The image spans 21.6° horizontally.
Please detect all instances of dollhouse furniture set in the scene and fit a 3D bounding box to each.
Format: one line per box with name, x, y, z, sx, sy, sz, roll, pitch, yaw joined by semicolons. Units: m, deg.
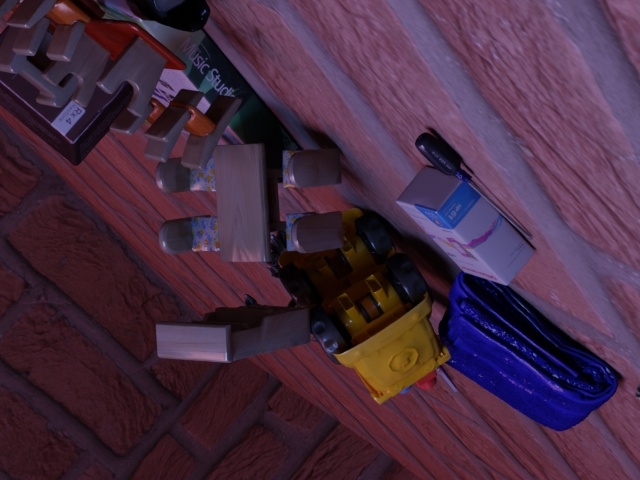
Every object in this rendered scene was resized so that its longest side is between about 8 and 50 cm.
dollhouse furniture set;-0.237;-0.214;1.796;0.262;0.135;0.259;39;165;-35
dollhouse furniture set;-0.104;0.010;1.956;0.212;0.242;0.161;0;-174;37

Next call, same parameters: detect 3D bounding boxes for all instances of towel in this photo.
towel;0.239;0.149;2.063;0.228;0.076;0.308;39;170;8

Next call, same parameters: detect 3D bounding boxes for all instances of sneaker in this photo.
sneaker;-0.178;-0.284;1.698;0.106;0.078;0.234;30;170;32

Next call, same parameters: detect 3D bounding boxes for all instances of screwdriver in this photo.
screwdriver;0.157;-0.054;1.661;0.170;0.025;0.024;35;172;-26

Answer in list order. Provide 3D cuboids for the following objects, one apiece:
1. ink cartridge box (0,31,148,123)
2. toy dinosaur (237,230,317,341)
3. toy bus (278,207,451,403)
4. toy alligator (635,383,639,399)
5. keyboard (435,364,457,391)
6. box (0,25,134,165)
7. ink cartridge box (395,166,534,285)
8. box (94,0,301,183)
ink cartridge box;-0.391;-0.237;2.602;0.255;0.097;0.189;43;169;-15
toy dinosaur;-0.005;0.113;2.627;0.218;0.164;0.322;21;144;12
toy bus;0.069;0.097;2.109;0.211;0.149;0.220;56;179;-43
toy alligator;0.394;0.185;1.706;0.051;0.056;0.190;44;169;-26
keyboard;0.112;0.100;2.262;0.072;0.014;0.256;43;-169;-51
box;-0.340;-0.226;2.254;0.167;0.168;0.203;41;170;-1
ink cartridge box;0.150;-0.014;1.734;0.122;0.052;0.088;43;169;-25
box;-0.179;-0.215;2.053;0.232;0.058;0.322;29;167;45
